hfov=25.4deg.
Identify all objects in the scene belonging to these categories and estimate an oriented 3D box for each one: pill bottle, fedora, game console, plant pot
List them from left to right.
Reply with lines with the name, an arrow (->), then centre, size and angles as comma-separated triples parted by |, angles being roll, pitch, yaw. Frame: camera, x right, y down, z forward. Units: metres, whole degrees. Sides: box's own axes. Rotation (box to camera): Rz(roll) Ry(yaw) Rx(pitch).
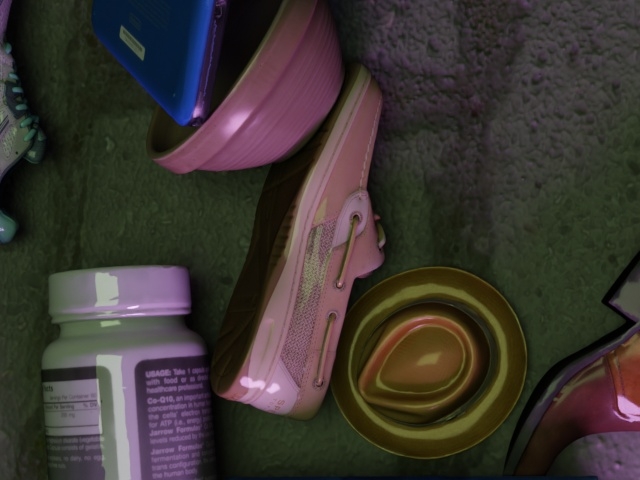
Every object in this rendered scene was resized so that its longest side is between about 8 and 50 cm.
pill bottle -> -0.182, 0.169, 1.353 | 0.161, 0.161, 0.283 | -5, 86, 14
game console -> -0.077, -0.261, 1.294 | 0.173, 0.293, 0.250 | 1, 115, -27
plant pot -> -0.053, -0.150, 1.334 | 0.110, 0.237, 0.237 | 32, 96, -21
fedora -> 0.095, 0.115, 1.328 | 0.194, 0.079, 0.194 | -1, 87, 15

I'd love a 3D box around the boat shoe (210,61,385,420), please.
boat shoe -> 0.000, 0.000, 1.352 | 0.110, 0.122, 0.341 | 22, 84, -20

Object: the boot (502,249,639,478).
boot -> 0.335, 0.181, 1.279 | 0.280, 0.096, 0.264 | 37, 90, 5

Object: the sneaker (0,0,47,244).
sneaker -> -0.333, -0.129, 1.453 | 0.122, 0.110, 0.283 | 11, 93, -3

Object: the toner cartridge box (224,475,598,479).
toner cartridge box -> 0.081, 0.302, 1.293 | 0.348, 0.075, 0.165 | -3, 114, 14
